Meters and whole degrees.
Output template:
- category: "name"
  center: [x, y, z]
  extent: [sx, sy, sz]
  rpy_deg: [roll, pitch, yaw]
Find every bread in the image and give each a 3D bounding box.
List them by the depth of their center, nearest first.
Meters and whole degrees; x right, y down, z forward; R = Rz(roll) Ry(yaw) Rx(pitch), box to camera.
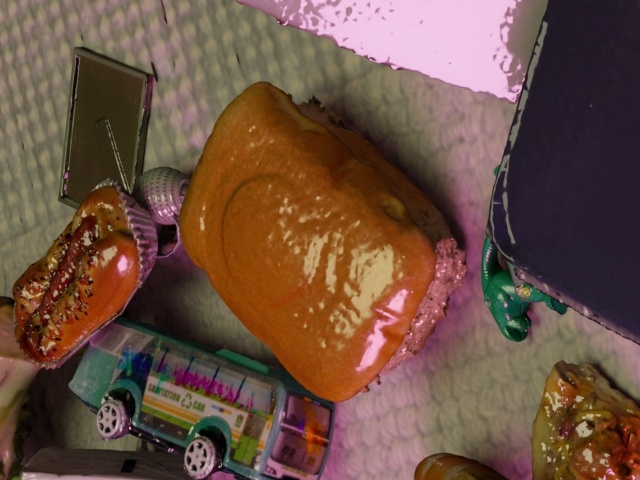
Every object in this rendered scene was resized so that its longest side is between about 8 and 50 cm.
- category: "bread"
  center: [0.000, 0.000, 1.468]
  extent: [0.245, 0.121, 0.174]
  rpy_deg: [49, 129, 33]

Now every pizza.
- category: "pizza"
  center: [0.198, 0.204, 1.331]
  extent: [0.127, 0.058, 0.246]
  rpy_deg: [-12, 89, 47]

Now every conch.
- category: "conch"
  center: [-0.135, -0.026, 1.655]
  extent: [0.085, 0.056, 0.076]
  rpy_deg: [-1, 108, 53]

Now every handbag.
- category: "handbag"
  center: [0.272, -0.084, 1.163]
  extent: [0.303, 0.122, 0.329]
  rpy_deg: [32, 119, 41]

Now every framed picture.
- category: "framed picture"
  center: [-0.196, -0.091, 1.743]
  extent: [0.109, 0.011, 0.149]
  rpy_deg: [25, 114, 43]

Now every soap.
- category: "soap"
  center: [0.068, -0.248, 1.416]
  extent: [0.302, 0.257, 0.159]
  rpy_deg: [-81, 11, -61]

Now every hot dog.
- category: "hot dog"
  center: [-0.205, 0.032, 1.643]
  extent: [0.191, 0.059, 0.108]
  rpy_deg: [-48, 52, 35]

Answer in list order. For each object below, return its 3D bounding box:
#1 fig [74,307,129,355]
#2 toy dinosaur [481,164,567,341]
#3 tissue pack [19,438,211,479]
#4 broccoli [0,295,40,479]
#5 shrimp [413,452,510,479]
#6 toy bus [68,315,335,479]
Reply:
- category: "fig"
  center: [-0.212, 0.068, 1.743]
  extent: [0.088, 0.074, 0.074]
  rpy_deg: [0, 97, 19]
- category: "toy dinosaur"
  center: [0.145, 0.009, 1.365]
  extent: [0.096, 0.059, 0.132]
  rpy_deg: [1, 105, 52]
- category: "tissue pack"
  center: [-0.177, 0.295, 1.693]
  extent: [0.159, 0.145, 0.229]
  rpy_deg: [3, 101, 3]
- category: "broccoli"
  center: [-0.345, 0.134, 1.778]
  extent: [0.263, 0.247, 0.243]
  rpy_deg: [41, 127, -10]
- category: "shrimp"
  center: [0.129, 0.222, 1.350]
  extent: [0.150, 0.068, 0.248]
  rpy_deg: [61, 169, -8]
- category: "toy bus"
  center: [-0.101, 0.139, 1.612]
  extent: [0.261, 0.091, 0.109]
  rpy_deg: [17, 86, 43]
